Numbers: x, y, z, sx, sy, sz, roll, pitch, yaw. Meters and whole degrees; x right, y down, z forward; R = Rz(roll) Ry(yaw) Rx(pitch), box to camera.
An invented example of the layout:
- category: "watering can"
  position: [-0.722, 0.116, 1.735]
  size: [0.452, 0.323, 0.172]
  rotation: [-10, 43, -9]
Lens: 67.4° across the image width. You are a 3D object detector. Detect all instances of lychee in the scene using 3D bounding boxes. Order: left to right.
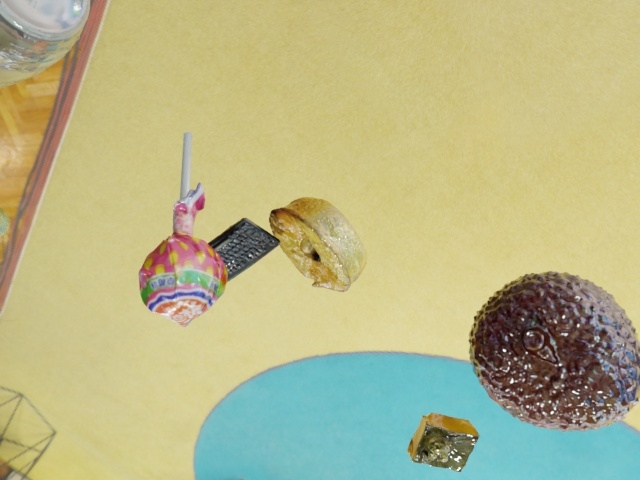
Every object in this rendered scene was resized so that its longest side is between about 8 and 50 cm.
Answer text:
- category: "lychee"
  position: [0.380, 0.179, 0.786]
  size: [0.260, 0.260, 0.260]
  rotation: [8, 121, 13]

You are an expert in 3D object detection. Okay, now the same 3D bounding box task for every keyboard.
- category: "keyboard"
  position: [-0.177, 0.044, 0.798]
  size: [0.250, 0.017, 0.087]
  rotation: [-32, 129, 29]

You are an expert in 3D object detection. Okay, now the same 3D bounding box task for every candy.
- category: "candy"
  position: [-0.214, -0.043, 0.760]
  size: [0.124, 0.365, 0.124]
  rotation: [-5, 144, -4]

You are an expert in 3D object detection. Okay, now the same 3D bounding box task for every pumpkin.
- category: "pumpkin"
  position: [0.174, 0.289, 0.684]
  size: [0.083, 0.054, 0.074]
  rotation: [13, 113, -1]

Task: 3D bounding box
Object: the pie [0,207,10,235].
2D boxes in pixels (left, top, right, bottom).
- category: "pie"
  position: [-0.540, -0.075, 0.651]
  size: [0.240, 0.054, 0.240]
  rotation: [25, 165, 7]

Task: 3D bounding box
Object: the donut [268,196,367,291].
- category: "donut"
  position: [0.001, 0.001, 0.787]
  size: [0.174, 0.074, 0.190]
  rotation: [56, 158, -9]

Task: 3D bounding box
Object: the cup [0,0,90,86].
- category: "cup"
  position: [-0.446, -0.378, 0.688]
  size: [0.257, 0.227, 0.301]
  rotation: [6, 83, 33]
